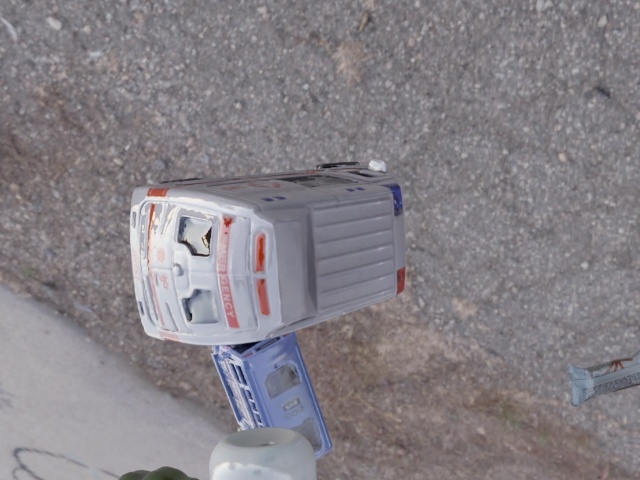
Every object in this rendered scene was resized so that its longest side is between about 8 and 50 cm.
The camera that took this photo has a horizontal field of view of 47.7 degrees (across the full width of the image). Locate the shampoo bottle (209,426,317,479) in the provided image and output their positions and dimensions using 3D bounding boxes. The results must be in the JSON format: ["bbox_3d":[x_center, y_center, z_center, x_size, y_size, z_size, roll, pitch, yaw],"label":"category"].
[{"bbox_3d":[-0.036,0.228,0.493,0.074,0.192,0.074,-2,-178,0],"label":"shampoo bottle"}]

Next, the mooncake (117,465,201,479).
[{"bbox_3d":[-0.253,0.490,0.984,0.351,0.351,0.187,-9,127,31],"label":"mooncake"}]

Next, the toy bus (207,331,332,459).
[{"bbox_3d":[-0.084,0.219,1.149,0.133,0.125,0.292,10,121,58],"label":"toy bus"}]

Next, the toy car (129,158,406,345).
[{"bbox_3d":[0.000,0.000,0.416,0.108,0.210,0.089,0,97,41],"label":"toy car"}]

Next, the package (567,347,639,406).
[{"bbox_3d":[0.259,0.119,0.641,0.110,0.037,0.015,-6,174,-31],"label":"package"}]
